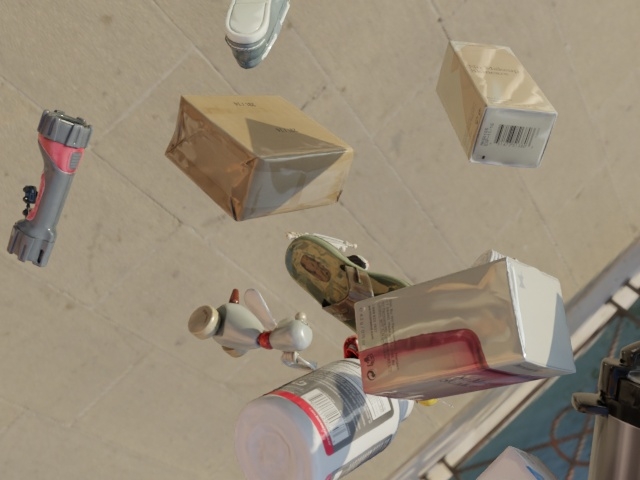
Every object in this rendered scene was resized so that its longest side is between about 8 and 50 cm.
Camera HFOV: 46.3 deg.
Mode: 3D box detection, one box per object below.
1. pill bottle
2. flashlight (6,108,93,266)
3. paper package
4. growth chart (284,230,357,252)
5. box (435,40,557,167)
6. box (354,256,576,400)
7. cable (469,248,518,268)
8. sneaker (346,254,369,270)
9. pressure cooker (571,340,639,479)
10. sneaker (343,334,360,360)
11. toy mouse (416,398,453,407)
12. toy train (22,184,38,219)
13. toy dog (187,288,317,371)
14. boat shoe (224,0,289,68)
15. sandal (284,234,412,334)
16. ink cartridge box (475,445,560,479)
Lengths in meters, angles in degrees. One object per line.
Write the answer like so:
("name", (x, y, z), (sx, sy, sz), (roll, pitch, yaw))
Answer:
("pill bottle", (0.022, 0.300, 1.255), (0.319, 0.176, 0.176), (-14, 131, -51))
("flashlight", (-0.553, -0.108, 1.507), (0.103, 0.103, 0.304), (19, 104, -23))
("paper package", (-0.143, -0.206, 1.758), (0.325, 0.309, 0.168), (-14, 135, -46))
("growth chart", (0.000, 0.000, 1.928), (0.237, 0.172, 0.021), (-15, 117, -81))
("box", (0.339, -0.277, 1.489), (0.148, 0.311, 0.121), (3, 126, -10))
("box", (0.181, 0.123, 0.959), (0.232, 0.126, 0.149), (-20, 154, 37))
("cable", (0.368, 0.141, 1.780), (0.257, 0.089, 0.257), (-56, 175, 14))
("sneaker", (0.131, 0.075, 2.421), (0.075, 0.161, 0.057), (1, 89, -21))
("pressure cooker", (0.620, 0.353, 1.171), (0.370, 0.375, 0.420), (4, 93, -32))
("sneaker", (0.155, 0.292, 2.278), (0.145, 0.090, 0.270), (32, 65, -35))
("toy mouse", (0.218, 0.318, 1.727), (0.031, 0.161, 0.143), (-30, 112, -42))
("toy train", (-0.674, -0.050, 1.745), (0.036, 0.027, 0.158), (0, 88, 1))
("toy dog", (-0.150, 0.190, 1.808), (0.220, 0.334, 0.161), (61, 41, -58))
("boat shoe", (-0.123, -0.478, 1.533), (0.116, 0.319, 0.099), (7, 141, 8))
("sandal", (0.042, 0.088, 1.238), (0.086, 0.303, 0.120), (6, 108, -56))
("ink cartridge box", (0.322, 0.395, 1.170), (0.090, 0.092, 0.143), (-49, 138, 8))
